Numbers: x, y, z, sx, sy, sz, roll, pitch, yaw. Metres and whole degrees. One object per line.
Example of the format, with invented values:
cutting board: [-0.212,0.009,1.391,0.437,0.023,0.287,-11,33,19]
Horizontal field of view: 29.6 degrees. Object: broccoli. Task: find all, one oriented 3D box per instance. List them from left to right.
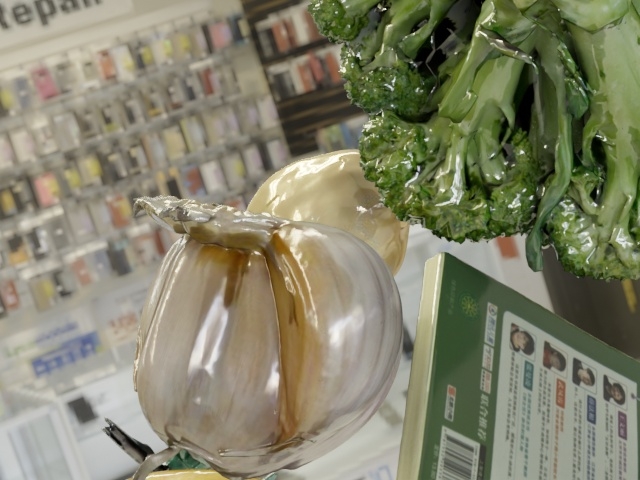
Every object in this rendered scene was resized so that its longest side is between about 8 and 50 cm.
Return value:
broccoli: [0.154,-0.122,0.769,0.321,0.304,0.283,-10,-18,10]

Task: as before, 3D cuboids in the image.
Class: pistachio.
pistachio: [0.000,0.000,1.120,0.200,0.145,0.117,-47,-2,25]

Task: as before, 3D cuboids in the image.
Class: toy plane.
toy plane: [-0.128,0.242,1.419,0.155,0.106,0.382,-45,-23,-10]

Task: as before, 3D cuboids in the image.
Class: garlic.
garlic: [-0.071,0.059,0.746,0.256,0.207,0.207,-28,12,-36]

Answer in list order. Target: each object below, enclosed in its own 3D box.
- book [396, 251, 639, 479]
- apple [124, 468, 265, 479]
book: [0.165,0.148,0.817,0.027,0.264,0.202,-33,38,46]
apple: [-0.099,0.361,1.103,0.298,0.275,0.299,7,-24,3]
